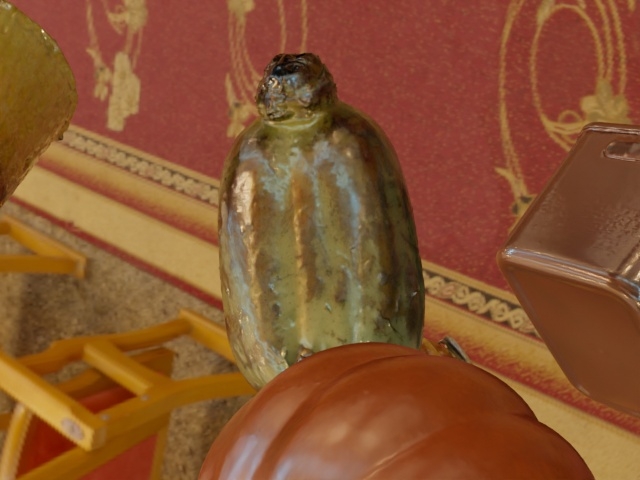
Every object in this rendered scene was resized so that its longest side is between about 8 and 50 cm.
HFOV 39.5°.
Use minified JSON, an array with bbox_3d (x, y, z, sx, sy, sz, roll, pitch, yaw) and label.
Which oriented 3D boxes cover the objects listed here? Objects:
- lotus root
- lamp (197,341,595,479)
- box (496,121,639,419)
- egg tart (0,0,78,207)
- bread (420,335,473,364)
[{"bbox_3d":[0.000,0.000,0.743,0.173,0.173,0.309,-2,93,38],"label":"lotus root"},{"bbox_3d":[0.034,0.155,0.387,0.223,0.196,0.223,33,130,49],"label":"lamp"},{"bbox_3d":[0.410,0.054,1.121,0.229,0.339,0.239,-48,34,-17],"label":"box"},{"bbox_3d":[-0.330,-0.107,0.800,0.202,0.202,0.147,-29,41,36],"label":"egg tart"},{"bbox_3d":[0.104,0.210,0.831,0.114,0.184,0.275,-60,39,29],"label":"bread"}]
